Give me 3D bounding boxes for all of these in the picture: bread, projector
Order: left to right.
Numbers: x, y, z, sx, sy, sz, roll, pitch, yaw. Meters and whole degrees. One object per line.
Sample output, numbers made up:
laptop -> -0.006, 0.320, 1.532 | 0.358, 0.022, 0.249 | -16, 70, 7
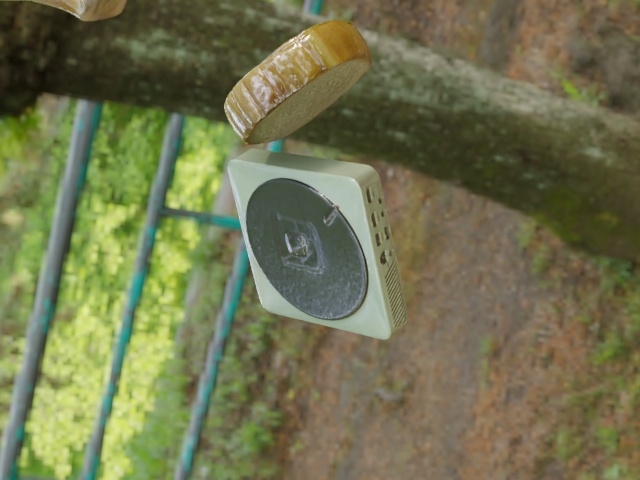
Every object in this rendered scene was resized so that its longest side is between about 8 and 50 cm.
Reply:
bread -> -0.032, -0.219, 1.926 | 0.070, 0.236, 0.236 | 55, 150, 6
projector -> 0.000, 0.000, 1.995 | 0.259, 0.079, 0.257 | 12, 125, 41

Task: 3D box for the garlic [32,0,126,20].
garlic -> -0.316, -0.281, 1.324 | 0.143, 0.318, 0.112 | -53, -28, -45
